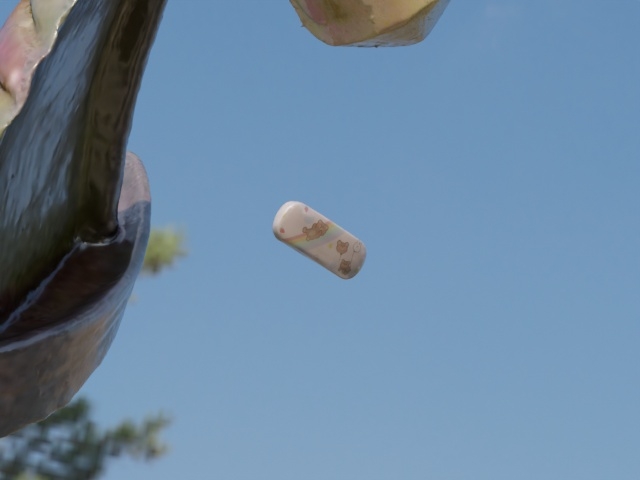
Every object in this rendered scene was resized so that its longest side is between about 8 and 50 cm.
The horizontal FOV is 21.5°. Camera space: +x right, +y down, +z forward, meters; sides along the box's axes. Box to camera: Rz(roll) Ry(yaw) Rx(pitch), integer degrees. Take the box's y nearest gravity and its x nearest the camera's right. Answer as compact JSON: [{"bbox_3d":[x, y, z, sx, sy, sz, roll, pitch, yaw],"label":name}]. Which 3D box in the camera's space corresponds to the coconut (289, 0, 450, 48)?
[{"bbox_3d":[0.028,-0.166,0.954,0.116,0.116,0.122,-12,-62,31],"label":"coconut"}]

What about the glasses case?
[{"bbox_3d":[0.000,0.000,1.216,0.083,0.032,0.021,33,-10,-34],"label":"glasses case"}]

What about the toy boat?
[{"bbox_3d":[-0.147,-0.033,0.861,0.111,0.276,0.293,20,-44,8],"label":"toy boat"}]
